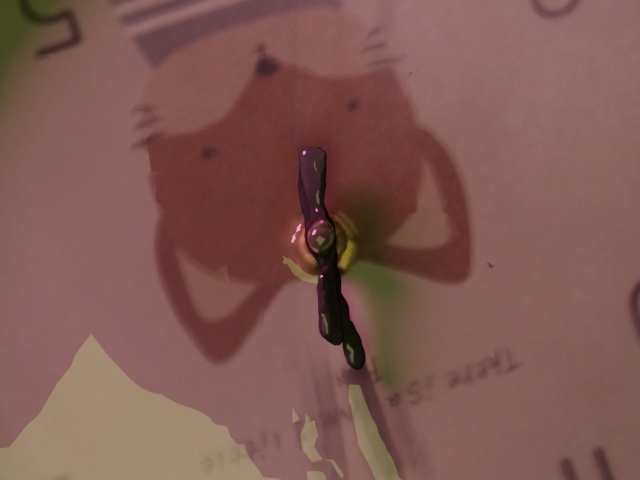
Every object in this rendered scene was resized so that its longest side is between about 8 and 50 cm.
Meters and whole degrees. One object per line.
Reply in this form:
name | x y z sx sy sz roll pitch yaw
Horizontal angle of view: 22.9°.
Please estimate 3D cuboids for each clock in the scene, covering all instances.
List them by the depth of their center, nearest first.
clock | 0.000 0.000 0.505 0.325 0.067 0.325 0 83 1
